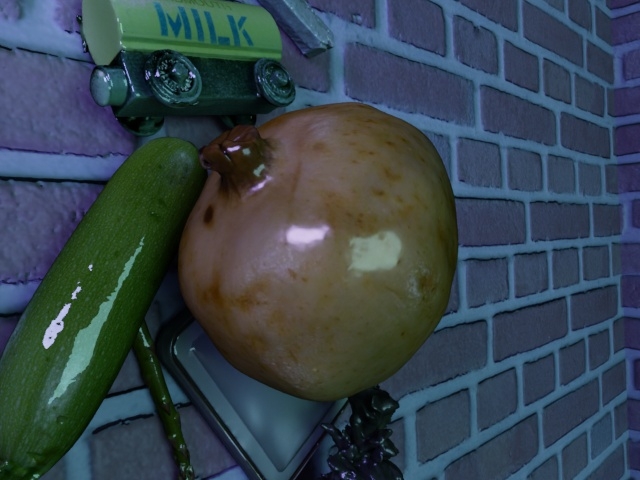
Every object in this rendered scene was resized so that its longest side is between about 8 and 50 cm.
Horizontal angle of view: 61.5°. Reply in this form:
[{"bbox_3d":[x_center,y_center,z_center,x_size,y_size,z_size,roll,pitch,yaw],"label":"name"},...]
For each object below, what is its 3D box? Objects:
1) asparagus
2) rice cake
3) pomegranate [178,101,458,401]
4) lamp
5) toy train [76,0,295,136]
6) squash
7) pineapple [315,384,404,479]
[{"bbox_3d":[-0.171,0.178,0.579,0.024,0.025,0.249,-34,113,-59],"label":"asparagus"},{"bbox_3d":[-0.070,-0.332,0.685,0.245,0.045,0.042,40,59,-36],"label":"rice cake"},{"bbox_3d":[0.004,0.015,0.535,0.307,0.307,0.308,2,87,-45],"label":"pomegranate"},{"bbox_3d":[-0.044,0.139,0.692,0.266,0.047,0.269,-46,119,-36],"label":"lamp"},{"bbox_3d":[-0.137,-0.201,0.584,0.253,0.105,0.157,-17,87,-46],"label":"toy train"},{"bbox_3d":[-0.207,0.056,0.496,0.101,0.101,0.379,38,64,-37],"label":"squash"},{"bbox_3d":[0.037,0.311,0.676,0.170,0.141,0.310,-60,157,-84],"label":"pineapple"}]
